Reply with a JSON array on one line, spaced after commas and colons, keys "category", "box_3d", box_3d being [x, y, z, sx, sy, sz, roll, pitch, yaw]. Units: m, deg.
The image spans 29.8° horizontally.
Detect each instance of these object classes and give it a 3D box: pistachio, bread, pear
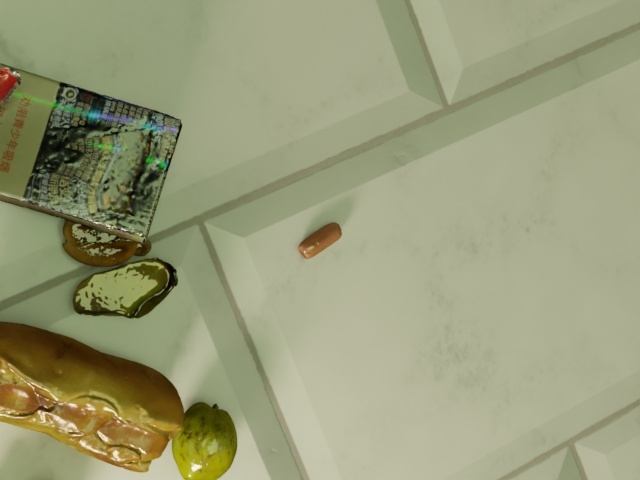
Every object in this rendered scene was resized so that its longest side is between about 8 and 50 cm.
[{"category": "pistachio", "box_3d": [-0.312, 0.084, 1.926, 0.173, 0.049, 0.089, -16, 91, -14]}, {"category": "bread", "box_3d": [-0.383, 0.228, 1.828, 0.344, 0.195, 0.149, 25, 88, -22]}, {"category": "pear", "box_3d": [-0.187, 0.329, 1.950, 0.107, 0.107, 0.131, 16, 89, -21]}]

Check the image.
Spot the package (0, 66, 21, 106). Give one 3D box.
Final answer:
[{"category": "package", "box_3d": [-0.569, -0.204, 1.752, 0.269, 0.071, 0.194, -35, 77, 6]}]

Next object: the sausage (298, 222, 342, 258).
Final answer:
[{"category": "sausage", "box_3d": [0.000, 0.000, 2.050, 0.083, 0.034, 0.034, -34, 103, -18]}]

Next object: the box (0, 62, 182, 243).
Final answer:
[{"category": "box", "box_3d": [-0.387, -0.135, 1.837, 0.310, 0.084, 0.198, 17, 80, -10]}]

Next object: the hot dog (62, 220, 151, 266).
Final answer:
[{"category": "hot dog", "box_3d": [-0.339, -0.003, 1.910, 0.140, 0.060, 0.090, -3, 94, -11]}]
